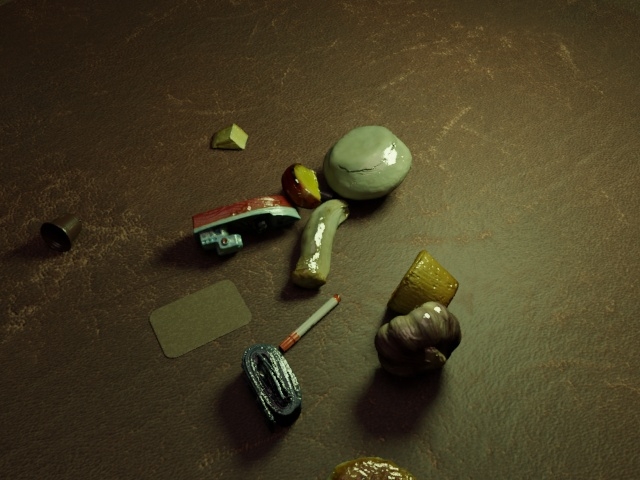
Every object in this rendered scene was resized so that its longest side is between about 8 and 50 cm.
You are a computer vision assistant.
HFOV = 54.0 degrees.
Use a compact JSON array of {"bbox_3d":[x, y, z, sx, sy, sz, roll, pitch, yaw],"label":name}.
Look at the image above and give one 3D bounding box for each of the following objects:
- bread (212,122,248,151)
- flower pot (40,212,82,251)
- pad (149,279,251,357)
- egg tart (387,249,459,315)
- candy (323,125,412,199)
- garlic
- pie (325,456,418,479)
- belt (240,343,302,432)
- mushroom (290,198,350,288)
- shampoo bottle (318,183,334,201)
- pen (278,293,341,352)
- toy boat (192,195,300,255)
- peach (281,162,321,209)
[{"bbox_3d":[-0.332,-0.355,2.264,0.109,0.080,0.084,-21,45,29],"label":"bread"},{"bbox_3d":[-0.799,-0.034,1.960,0.111,0.111,0.089,15,40,11],"label":"flower pot"},{"bbox_3d":[-0.346,0.222,1.815,0.266,0.002,0.176,-24,55,-18],"label":"pad"},{"bbox_3d":[0.297,0.139,1.776,0.147,0.202,0.202,31,57,7],"label":"egg tart"},{"bbox_3d":[0.157,-0.240,2.073,0.295,0.185,0.295,-9,55,13],"label":"candy"},{"bbox_3d":[0.265,0.275,1.640,0.245,0.245,0.160,-21,52,-16],"label":"garlic"},{"bbox_3d":[0.133,0.647,1.430,0.315,0.092,0.315,1,50,-1],"label":"pie"},{"bbox_3d":[-0.125,0.365,1.623,0.122,0.128,0.218,-24,57,-19],"label":"belt"},{"bbox_3d":[0.000,0.000,1.943,0.122,0.095,0.351,28,54,-8],"label":"mushroom"},{"bbox_3d":[-0.035,-0.163,2.099,0.165,0.040,0.080,17,55,14],"label":"shampoo bottle"},{"bbox_3d":[-0.029,0.234,1.792,0.028,0.028,0.239,36,59,25],"label":"pen"},{"bbox_3d":[-0.226,-0.044,1.948,0.332,0.145,0.133,-16,77,-11],"label":"toy boat"},{"bbox_3d":[-0.060,-0.164,2.011,0.127,0.092,0.172,4,52,-50],"label":"peach"}]
